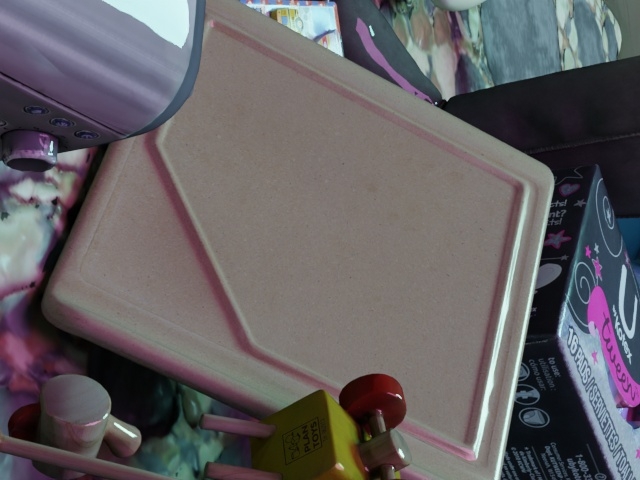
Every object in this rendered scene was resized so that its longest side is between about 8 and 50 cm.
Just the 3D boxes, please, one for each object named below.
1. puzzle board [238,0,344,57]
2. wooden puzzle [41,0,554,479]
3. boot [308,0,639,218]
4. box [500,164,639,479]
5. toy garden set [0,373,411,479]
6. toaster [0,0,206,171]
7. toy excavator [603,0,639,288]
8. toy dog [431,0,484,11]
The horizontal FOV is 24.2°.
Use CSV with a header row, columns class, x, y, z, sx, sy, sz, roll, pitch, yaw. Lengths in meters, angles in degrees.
class,x,y,z,sx,sy,sz,roll,pitch,yaw
puzzle board,-0.012,-0.069,0.819,0.096,0.011,0.128,-9,92,-48
wooden puzzle,0.000,0.000,0.707,0.221,0.044,0.238,27,46,-13
boot,0.111,-0.084,0.877,0.189,0.209,0.076,66,34,-29
box,0.115,0.094,0.890,0.247,0.163,0.142,62,34,-37
toy garden set,-0.051,0.126,0.520,0.203,0.244,0.049,-101,-155,-49
toaster,-0.124,-0.141,0.502,0.146,0.129,0.227,16,70,-60
toy excavator,0.256,-0.051,1.116,0.222,0.433,0.445,-9,119,-64
toy dog,0.076,-0.349,0.873,0.395,0.285,0.408,-64,161,14
